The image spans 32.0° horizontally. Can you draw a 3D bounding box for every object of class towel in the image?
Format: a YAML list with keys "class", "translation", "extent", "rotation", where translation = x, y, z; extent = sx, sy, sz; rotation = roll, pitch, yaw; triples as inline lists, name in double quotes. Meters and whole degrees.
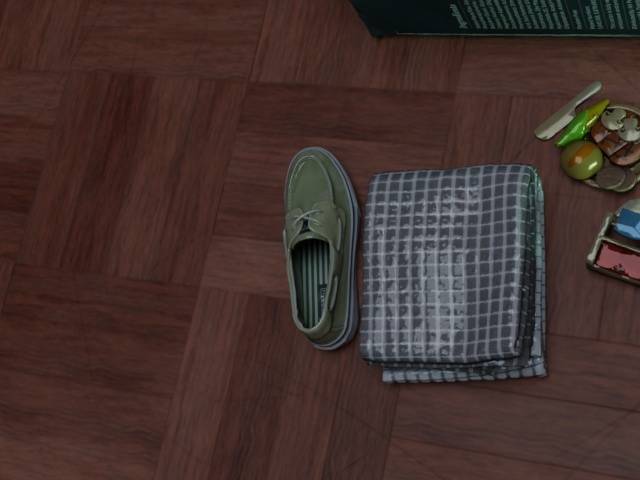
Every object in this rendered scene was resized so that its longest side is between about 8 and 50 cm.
- class: "towel"
  translation: [0.173, 0.041, 1.469]
  extent: [0.235, 0.121, 0.284]
  rotation: [-3, 72, 20]

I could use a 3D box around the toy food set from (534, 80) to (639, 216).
- class: "toy food set"
  translation: [0.386, -0.126, 1.490]
  extent: [0.132, 0.038, 0.192]
  rotation: [-41, 64, 3]

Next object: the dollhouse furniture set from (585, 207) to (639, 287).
- class: "dollhouse furniture set"
  translation: [0.414, 0.042, 1.370]
  extent: [0.183, 0.129, 0.129]
  rotation: [21, 81, 22]

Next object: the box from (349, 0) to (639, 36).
- class: "box"
  translation: [0.288, -0.551, 1.532]
  extent: [0.471, 0.297, 0.480]
  rotation: [4, 74, 23]

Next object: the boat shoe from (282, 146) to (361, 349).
- class: "boat shoe"
  translation: [0.000, 0.000, 1.560]
  extent: [0.109, 0.094, 0.302]
  rotation: [-14, 69, 16]
